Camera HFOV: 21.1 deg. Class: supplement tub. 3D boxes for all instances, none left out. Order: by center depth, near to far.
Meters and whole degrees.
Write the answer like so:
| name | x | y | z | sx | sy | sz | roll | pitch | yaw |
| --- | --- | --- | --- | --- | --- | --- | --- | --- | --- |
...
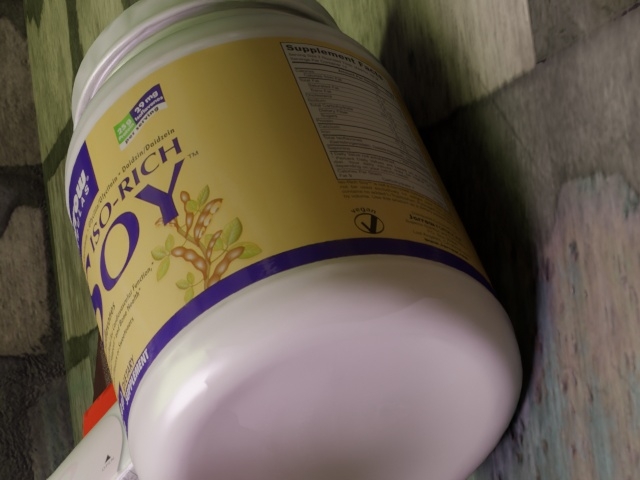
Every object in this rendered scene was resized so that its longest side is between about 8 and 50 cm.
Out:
| name | x | y | z | sx | sy | sz | roll | pitch | yaw |
| --- | --- | --- | --- | --- | --- | --- | --- | --- | --- |
| supplement tub | -0.033 | 0.005 | 1.112 | 0.331 | 0.241 | 0.241 | -112 | 23 | -43 |

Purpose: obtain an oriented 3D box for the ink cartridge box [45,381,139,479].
| name | x | y | z | sx | sy | sz | roll | pitch | yaw |
| --- | --- | --- | --- | --- | --- | --- | --- | --- | --- |
| ink cartridge box | -0.143 | 0.125 | 1.298 | 0.189 | 0.066 | 0.232 | -48 | 29 | 17 |

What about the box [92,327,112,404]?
| name | x | y | z | sx | sy | sz | roll | pitch | yaw |
| --- | --- | --- | --- | --- | --- | --- | --- | --- | --- |
| box | -0.104 | 0.141 | 1.530 | 0.203 | 0.168 | 0.167 | 103 | 155 | -46 |
